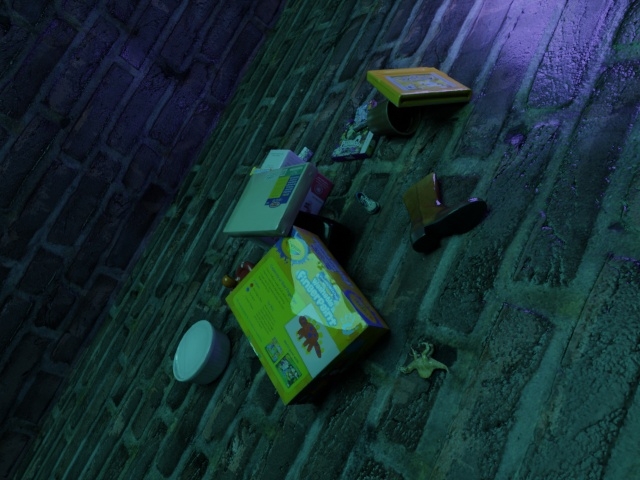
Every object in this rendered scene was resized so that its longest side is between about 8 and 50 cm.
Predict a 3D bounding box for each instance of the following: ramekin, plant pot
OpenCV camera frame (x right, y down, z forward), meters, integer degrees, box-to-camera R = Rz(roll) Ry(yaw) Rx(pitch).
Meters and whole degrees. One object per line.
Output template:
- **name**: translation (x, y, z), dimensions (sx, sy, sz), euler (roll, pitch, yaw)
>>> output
- **ramekin**: translation (-0.498, 0.487, 2.121), dimensions (0.273, 0.127, 0.272), euler (-31, 42, 32)
- **plant pot**: translation (0.000, 0.000, 1.841), dimensions (0.167, 0.188, 0.187), euler (13, 90, 37)
- **plant pot**: translation (0.277, -0.483, 1.950), dimensions (0.165, 0.167, 0.166), euler (0, 62, 61)

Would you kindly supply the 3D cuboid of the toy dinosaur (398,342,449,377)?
- **toy dinosaur**: translation (0.291, 0.327, 1.354), dimensions (0.183, 0.053, 0.092), euler (-21, 62, 51)

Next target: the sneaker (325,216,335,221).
- **sneaker**: translation (0.002, -0.033, 2.000), dimensions (0.170, 0.051, 0.089), euler (-40, 34, 18)

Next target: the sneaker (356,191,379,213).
- **sneaker**: translation (0.171, -0.145, 1.875), dimensions (0.052, 0.058, 0.135), euler (-52, 35, 7)

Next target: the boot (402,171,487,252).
- **boot**: translation (0.388, -0.121, 1.591), dimensions (0.264, 0.096, 0.280), euler (-42, 28, 33)

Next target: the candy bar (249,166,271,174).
- **candy bar**: translation (-0.244, -0.281, 2.043), dimensions (0.162, 0.018, 0.040), euler (16, 75, 55)

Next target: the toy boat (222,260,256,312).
- **toy boat**: translation (-0.362, 0.194, 2.173), dimensions (0.151, 0.151, 0.230), euler (-10, 55, 47)

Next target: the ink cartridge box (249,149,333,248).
- **ink cartridge box**: translation (-0.161, -0.148, 2.097), dimensions (0.160, 0.279, 0.384), euler (15, 75, 53)

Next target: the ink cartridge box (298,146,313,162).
- **ink cartridge box**: translation (-0.090, -0.399, 2.439), dimensions (0.115, 0.029, 0.063), euler (-52, 34, 5)

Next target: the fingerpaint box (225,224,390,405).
- **fingerpaint box**: translation (-0.056, 0.239, 1.626), dimensions (0.371, 0.163, 0.444), euler (-48, 56, 14)

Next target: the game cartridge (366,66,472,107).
- **game cartridge**: translation (0.357, -0.580, 1.848), dimensions (0.323, 0.286, 0.052), euler (-115, 21, -51)

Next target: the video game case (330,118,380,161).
- **video game case**: translation (0.166, -0.443, 2.146), dimensions (0.232, 0.042, 0.210), euler (5, 65, 53)

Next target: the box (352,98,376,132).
- **box**: translation (0.190, -0.536, 2.136), dimensions (0.094, 0.027, 0.136), euler (-20, 43, 41)

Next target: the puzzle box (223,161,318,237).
- **puzzle box**: translation (-0.191, -0.136, 1.805), dimensions (0.409, 0.052, 0.271), euler (1, 61, 54)
